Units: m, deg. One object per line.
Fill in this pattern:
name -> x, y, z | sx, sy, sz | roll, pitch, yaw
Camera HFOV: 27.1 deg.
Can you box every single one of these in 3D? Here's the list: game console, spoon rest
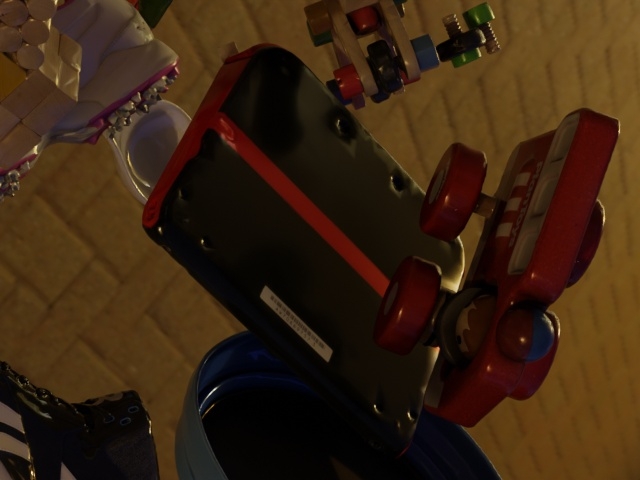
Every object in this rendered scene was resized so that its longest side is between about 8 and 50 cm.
game console -> 0.000, 0.000, 1.433 | 0.060, 0.386, 0.342 | -27, -152, 40
spoon rest -> -0.236, -0.122, 1.564 | 0.276, 0.084, 0.137 | 22, 69, -43

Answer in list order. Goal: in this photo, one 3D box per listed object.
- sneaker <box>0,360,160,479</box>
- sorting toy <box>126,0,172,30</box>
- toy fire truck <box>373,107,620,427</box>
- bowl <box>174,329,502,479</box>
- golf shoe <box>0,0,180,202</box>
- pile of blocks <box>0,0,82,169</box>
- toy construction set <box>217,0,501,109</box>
sneaker -> -0.187, 0.111, 0.888 | 0.121, 0.217, 0.079 | -34, -168, -26
sorting toy -> -0.188, -0.293, 1.330 | 0.127, 0.126, 0.365 | -61, -167, -8
toy fire truck -> 0.179, 0.030, 1.263 | 0.254, 0.169, 0.302 | 151, -39, -82
bowl -> 0.027, 0.250, 1.349 | 0.391, 0.391, 0.077 | -11, 141, -56
golf shoe -> -0.266, -0.112, 1.093 | 0.306, 0.140, 0.115 | -36, -177, -29
pile of blocks -> -0.234, -0.231, 0.931 | 0.149, 0.112, 0.362 | 4, 125, -10
toy construction set -> 0.005, -0.263, 1.542 | 0.309, 0.237, 0.257 | -22, -177, 25
